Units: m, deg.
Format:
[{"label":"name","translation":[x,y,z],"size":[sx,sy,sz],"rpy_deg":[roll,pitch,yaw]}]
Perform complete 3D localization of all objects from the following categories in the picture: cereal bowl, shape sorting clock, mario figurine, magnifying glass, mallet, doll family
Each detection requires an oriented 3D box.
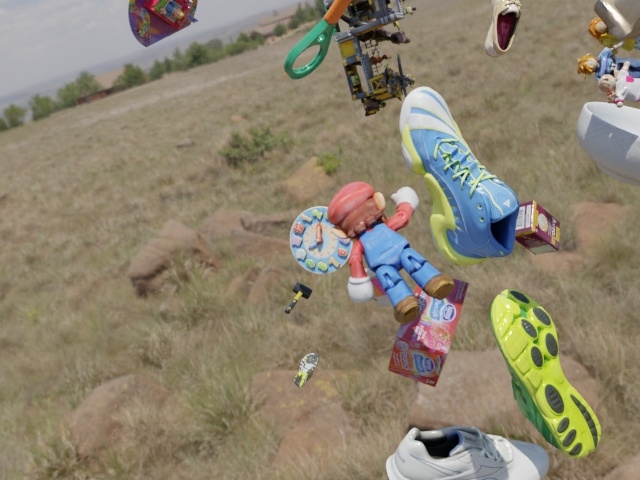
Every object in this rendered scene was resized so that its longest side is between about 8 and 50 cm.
[{"label":"cereal bowl","translation":[0.813,-0.229,1.526],"size":[0.339,0.141,0.339],"rpy_deg":[11,29,-6]},{"label":"shape sorting clock","translation":[0.000,0.000,1.805],"size":[0.206,0.206,0.040],"rpy_deg":[-8,-1,26]},{"label":"mario figurine","translation":[0.134,0.012,1.225],"size":[0.198,0.170,0.320],"rpy_deg":[-17,58,-28]},{"label":"magnifying glass","translation":[0.006,-0.393,1.127],"size":[0.092,0.026,0.231],"rpy_deg":[-21,-21,-46]},{"label":"mallet","translation":[-0.069,0.190,1.888],"size":[0.062,0.039,0.189],"rpy_deg":[25,22,-2]},{"label":"doll family","translation":[0.652,-0.403,1.304],"size":[0.163,0.262,0.118],"rpy_deg":[10,-3,0]}]

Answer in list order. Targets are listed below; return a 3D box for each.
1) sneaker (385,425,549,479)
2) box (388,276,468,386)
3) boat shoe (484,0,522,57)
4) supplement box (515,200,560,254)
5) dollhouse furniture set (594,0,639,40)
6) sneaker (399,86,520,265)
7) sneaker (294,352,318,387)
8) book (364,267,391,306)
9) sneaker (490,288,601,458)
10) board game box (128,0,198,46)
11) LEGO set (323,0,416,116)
[{"label":"sneaker","translation":[0.270,0.385,1.048],"size":[0.297,0.129,0.111],"rpy_deg":[2,38,-12]},{"label":"box","translation":[0.262,0.204,1.439],"size":[0.123,0.128,0.257],"rpy_deg":[18,40,13]},{"label":"boat shoe","translation":[0.377,-0.455,1.200],"size":[0.063,0.169,0.059],"rpy_deg":[4,13,-10]},{"label":"supplement box","translation":[0.341,-0.019,0.954],"size":[0.043,0.083,0.054],"rpy_deg":[-15,56,46]},{"label":"dollhouse furniture set","translation":[0.413,-0.506,0.773],"size":[0.362,0.394,0.256],"rpy_deg":[-18,-23,-16]},{"label":"sneaker","translation":[0.185,-0.080,0.743],"size":[0.091,0.240,0.126],"rpy_deg":[-32,19,-30]},{"label":"sneaker","translation":[-0.027,0.261,1.227],"size":[0.031,0.083,0.035],"rpy_deg":[34,18,14]},{"label":"book","translation":[0.182,0.147,1.869],"size":[0.096,0.144,0.035],"rpy_deg":[-17,29,50]},{"label":"sneaker","translation":[0.357,0.229,1.021],"size":[0.110,0.295,0.123],"rpy_deg":[-21,-6,-19]},{"label":"board game box","translation":[-0.268,-0.421,1.075],"size":[0.033,0.133,0.169],"rpy_deg":[31,52,19]},{"label":"LEGO set","translation":[0.163,-0.481,1.426],"size":[0.192,0.331,0.255],"rpy_deg":[-11,3,29]}]
